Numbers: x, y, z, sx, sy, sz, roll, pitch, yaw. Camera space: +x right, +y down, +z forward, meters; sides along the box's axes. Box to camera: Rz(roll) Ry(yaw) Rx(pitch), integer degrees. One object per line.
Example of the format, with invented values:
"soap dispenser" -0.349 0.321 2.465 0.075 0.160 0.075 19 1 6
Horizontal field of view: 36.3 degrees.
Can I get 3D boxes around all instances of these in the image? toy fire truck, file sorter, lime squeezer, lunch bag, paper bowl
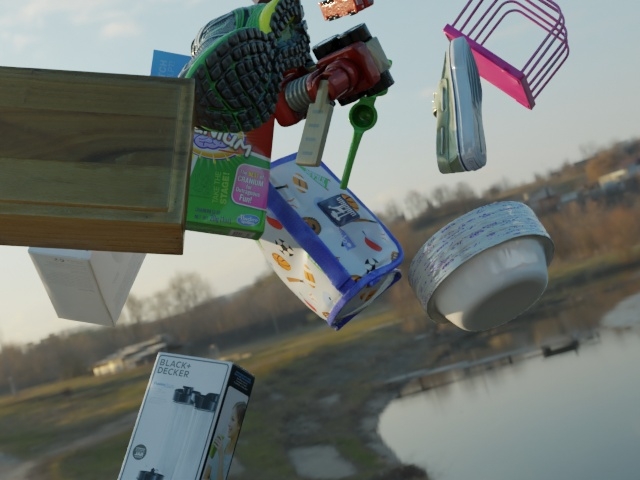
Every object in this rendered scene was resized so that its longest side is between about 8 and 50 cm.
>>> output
"toy fire truck" -0.013 -0.234 1.666 0.217 0.158 0.246 -13 21 42
"file sorter" 0.426 -0.444 2.158 0.182 0.202 0.290 -54 -16 6
"toy fire truck" 0.072 -0.527 2.138 0.135 0.047 0.192 -31 18 -26
"lime squeezer" 0.085 -0.253 1.887 0.059 0.310 0.110 23 -23 -7
"lunch bag" 0.000 0.000 2.034 0.239 0.328 0.385 -42 -11 2
"paper bowl" 0.324 0.068 1.900 0.284 0.148 0.284 -20 -30 -12

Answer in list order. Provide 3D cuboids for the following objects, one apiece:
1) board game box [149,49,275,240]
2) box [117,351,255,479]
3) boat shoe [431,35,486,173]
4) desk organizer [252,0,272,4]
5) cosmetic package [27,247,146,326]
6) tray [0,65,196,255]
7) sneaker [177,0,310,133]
"board game box" -0.210 -0.174 1.785 0.242 0.316 0.064 8 -16 -13
"box" -0.238 0.349 1.694 0.169 0.290 0.087 5 -23 30
"boat shoe" 0.267 -0.272 1.949 0.094 0.302 0.109 -12 -29 24
"desk organizer" -0.101 -0.454 1.773 0.047 0.050 0.130 25 18 -28
"cosmetic package" -0.468 0.017 2.006 0.138 0.224 0.225 7 -40 12
"tray" -0.352 -0.098 1.089 0.411 0.203 0.076 4 -31 -5
"sneaker" -0.130 -0.245 1.404 0.146 0.134 0.343 -7 26 24
